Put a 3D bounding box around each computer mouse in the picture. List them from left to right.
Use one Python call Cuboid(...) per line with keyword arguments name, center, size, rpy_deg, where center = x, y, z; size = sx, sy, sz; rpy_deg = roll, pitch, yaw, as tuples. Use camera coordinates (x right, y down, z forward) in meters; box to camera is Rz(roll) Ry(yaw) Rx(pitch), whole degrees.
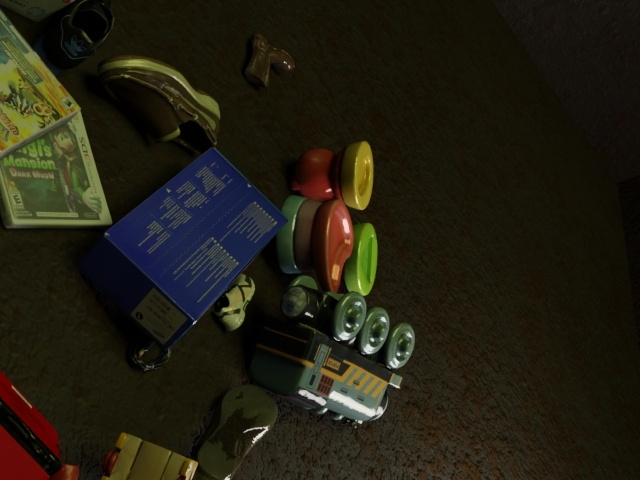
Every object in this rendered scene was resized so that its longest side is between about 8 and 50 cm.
Cuboid(name="computer mouse", center=(-0.199, 0.102, 1.641), size=(0.071, 0.041, 0.242), rpy_deg=(58, 30, -19))

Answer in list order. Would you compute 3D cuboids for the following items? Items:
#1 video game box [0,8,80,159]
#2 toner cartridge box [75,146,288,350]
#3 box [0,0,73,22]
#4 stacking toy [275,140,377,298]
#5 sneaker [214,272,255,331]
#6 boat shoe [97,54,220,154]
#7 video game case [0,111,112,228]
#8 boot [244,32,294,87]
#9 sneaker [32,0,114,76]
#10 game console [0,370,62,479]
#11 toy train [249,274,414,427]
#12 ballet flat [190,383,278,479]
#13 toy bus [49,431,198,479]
Cuboid(name="video game box", center=(-0.414, -0.204, 1.444), size=(0.205, 0.048, 0.187), rpy_deg=(51, 32, -6))
Cuboid(name="toner cartridge box", center=(-0.182, 0.001, 1.661), size=(0.165, 0.075, 0.348), rpy_deg=(45, 30, -3))
Cuboid(name="box", center=(-0.359, -0.361, 1.541), size=(0.145, 0.186, 0.038), rpy_deg=(22, 54, -54))
Cuboid(name="stacking toy", center=(0.000, 0.000, 2.055), size=(0.309, 0.130, 0.279), rpy_deg=(-62, 151, -52))
Cuboid(name="sneaker", center=(-0.130, 0.084, 1.778), size=(0.043, 0.040, 0.109), rpy_deg=(49, 33, -28))
Cuboid(name="boat shoe", center=(-0.229, -0.193, 1.753), size=(0.257, 0.095, 0.095), rpy_deg=(21, 58, -55))
Cuboid(name="video game case", center=(-0.357, -0.098, 1.529), size=(0.190, 0.022, 0.173), rpy_deg=(-1, 70, -61))
Cuboid(name="boot", center=(-0.092, -0.307, 2.135), size=(0.106, 0.037, 0.114), rpy_deg=(32, 39, -29))
Cuboid(name="sneaker", center=(-0.326, -0.319, 1.672), size=(0.081, 0.090, 0.232), rpy_deg=(49, 33, -31))
Cuboid(name="game console", center=(-0.361, 0.216, 1.300), size=(0.144, 0.085, 0.124), rpy_deg=(54, -1, -24))
Cuboid(name="toy train", center=(0.024, 0.180, 1.856), size=(0.334, 0.142, 0.190), rpy_deg=(34, 77, -54))
Cuboid(name="ballet flat", center=(-0.125, 0.276, 1.640), size=(0.084, 0.058, 0.250), rpy_deg=(32, 26, 1))
Cuboid(name="toy bus", center=(-0.217, 0.325, 1.370), size=(0.104, 0.202, 0.190), rpy_deg=(82, -15, -76))
